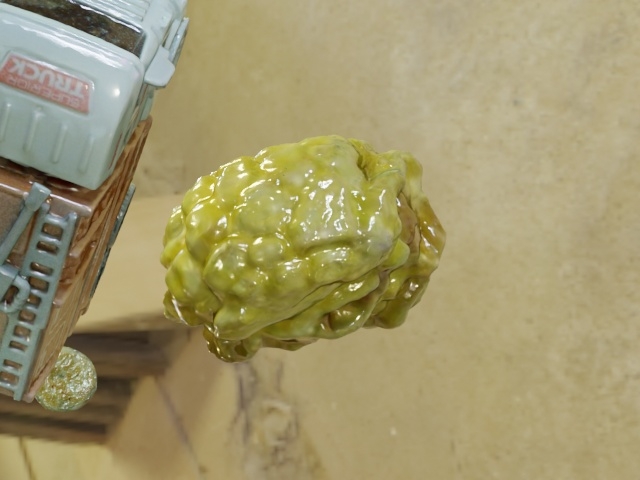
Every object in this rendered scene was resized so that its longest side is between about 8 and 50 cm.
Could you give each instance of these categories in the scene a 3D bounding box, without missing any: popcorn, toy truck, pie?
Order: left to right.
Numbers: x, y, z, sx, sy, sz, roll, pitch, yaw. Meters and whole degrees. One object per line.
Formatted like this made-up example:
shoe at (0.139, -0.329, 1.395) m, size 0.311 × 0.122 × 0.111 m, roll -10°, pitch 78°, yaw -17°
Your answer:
toy truck at (-0.198, -0.041, 0.842) m, size 0.162 × 0.136 × 0.305 m, roll -80°, pitch 12°, yaw -55°
pie at (-0.312, 0.171, 1.494) m, size 0.021 × 0.084 × 0.084 m, roll -27°, pitch 66°, yaw 56°
popcorn at (0.000, 0.000, 1.115) m, size 0.225 × 0.286 × 0.173 m, roll -44°, pitch 58°, yaw 51°
